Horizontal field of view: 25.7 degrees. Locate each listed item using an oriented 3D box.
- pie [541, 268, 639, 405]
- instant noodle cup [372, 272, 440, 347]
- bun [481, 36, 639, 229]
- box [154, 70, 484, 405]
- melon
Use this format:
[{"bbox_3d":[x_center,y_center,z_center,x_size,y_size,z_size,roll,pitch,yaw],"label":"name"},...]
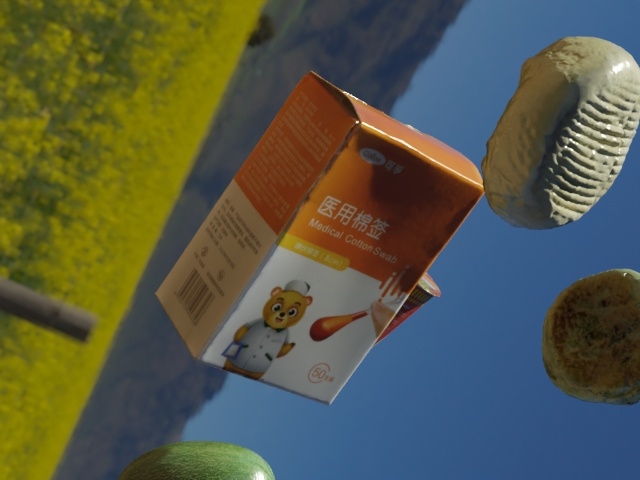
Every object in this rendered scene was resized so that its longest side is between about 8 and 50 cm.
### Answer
[{"bbox_3d":[0.359,0.118,1.733,0.041,0.186,0.187,45,61,-49],"label":"pie"},{"bbox_3d":[0.055,0.098,2.253,0.212,0.193,0.193,-47,-170,10],"label":"instant noodle cup"},{"bbox_3d":[0.216,-0.101,1.298,0.164,0.111,0.188,1,114,-54],"label":"bun"},{"bbox_3d":[0.000,0.000,1.636,0.341,0.225,0.143,-54,-139,14],"label":"box"},{"bbox_3d":[-0.215,0.418,2.287,0.182,0.287,0.182,179,-90,-88],"label":"melon"}]
